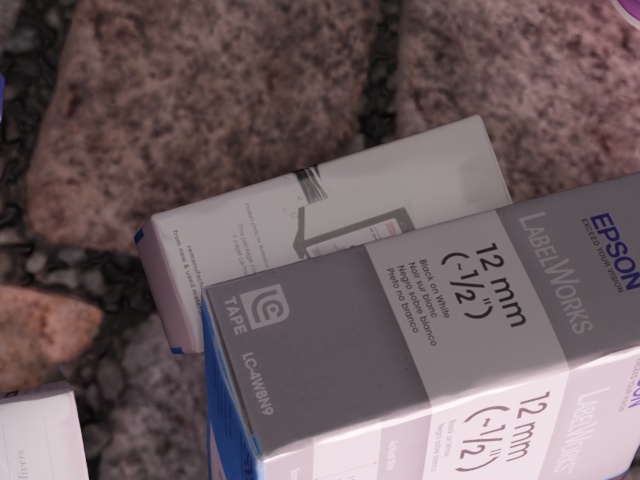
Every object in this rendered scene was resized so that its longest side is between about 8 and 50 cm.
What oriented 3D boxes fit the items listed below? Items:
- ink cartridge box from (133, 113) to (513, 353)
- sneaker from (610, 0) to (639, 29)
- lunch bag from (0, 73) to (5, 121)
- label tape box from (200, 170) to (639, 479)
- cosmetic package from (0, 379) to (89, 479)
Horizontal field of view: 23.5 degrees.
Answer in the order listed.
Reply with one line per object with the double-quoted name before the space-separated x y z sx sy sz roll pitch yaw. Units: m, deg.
"ink cartridge box" 0.000 0.000 0.934 0.203 0.148 0.085 -18 88 -12
"sneaker" 0.237 -0.286 1.009 0.114 0.152 0.305 5 98 32
"lunch bag" -0.291 -0.132 0.809 0.243 0.303 0.114 9 70 2
"label tape box" 0.112 0.090 0.892 0.348 0.249 0.115 -13 57 -11
"cosmetic package" -0.236 0.209 0.881 0.225 0.138 0.224 -9 88 -10
